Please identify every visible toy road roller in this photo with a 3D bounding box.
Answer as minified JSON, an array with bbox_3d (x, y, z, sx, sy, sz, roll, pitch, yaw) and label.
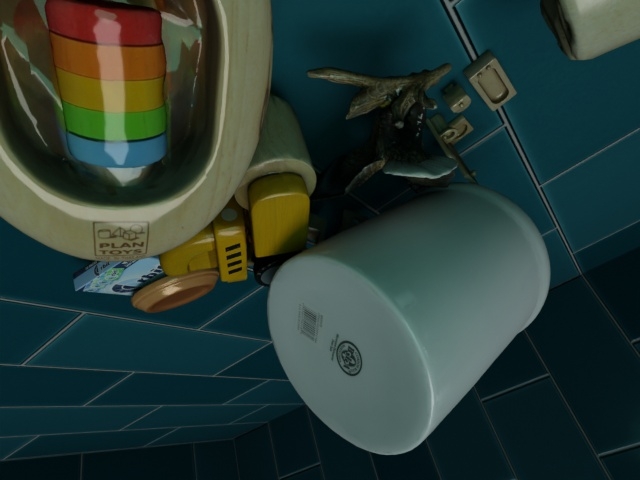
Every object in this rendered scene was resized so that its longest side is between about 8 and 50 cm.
[{"bbox_3d":[-0.150,-0.055,0.659,0.240,0.203,0.329,-9,149,-14],"label":"toy road roller"}]

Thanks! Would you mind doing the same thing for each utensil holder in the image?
[{"bbox_3d":[0.153,0.103,0.685,0.385,0.328,0.328,-25,159,-42],"label":"utensil holder"}]

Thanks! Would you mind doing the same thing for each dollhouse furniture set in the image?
[{"bbox_3d":[0.285,-0.207,0.721,0.151,0.123,0.144,-37,144,27],"label":"dollhouse furniture set"},{"bbox_3d":[0.000,0.000,0.924,0.183,0.129,0.129,19,138,-11],"label":"dollhouse furniture set"}]

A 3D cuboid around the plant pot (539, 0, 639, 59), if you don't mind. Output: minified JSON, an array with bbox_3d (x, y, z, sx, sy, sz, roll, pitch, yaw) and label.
[{"bbox_3d":[0.368,-0.356,0.393,0.305,0.334,0.334,-24,149,30],"label":"plant pot"}]

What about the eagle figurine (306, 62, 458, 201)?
[{"bbox_3d":[0.105,-0.145,0.653,0.225,0.226,0.298,-51,166,-24],"label":"eagle figurine"}]

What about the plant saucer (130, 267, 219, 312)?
[{"bbox_3d":[-0.323,0.116,0.928,0.200,0.037,0.200,-25,169,-5],"label":"plant saucer"}]

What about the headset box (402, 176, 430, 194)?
[{"bbox_3d":[0.218,-0.138,0.879,0.062,0.032,0.083,-34,144,23],"label":"headset box"}]

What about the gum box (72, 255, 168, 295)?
[{"bbox_3d":[-0.375,0.063,0.847,0.157,0.041,0.184,-28,158,16],"label":"gum box"}]

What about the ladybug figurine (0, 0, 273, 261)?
[{"bbox_3d":[-0.212,-0.172,0.417,0.305,0.162,0.449,-2,128,-28],"label":"ladybug figurine"}]
